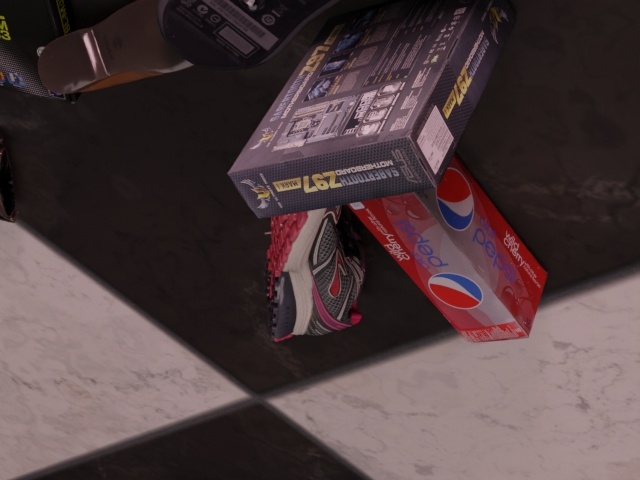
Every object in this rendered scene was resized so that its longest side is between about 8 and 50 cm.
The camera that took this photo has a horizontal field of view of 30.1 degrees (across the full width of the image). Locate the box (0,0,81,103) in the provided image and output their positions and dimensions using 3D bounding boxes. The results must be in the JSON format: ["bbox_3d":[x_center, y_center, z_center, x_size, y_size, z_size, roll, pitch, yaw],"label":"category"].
[{"bbox_3d":[-0.350,-0.238,1.247,0.191,0.045,0.184,14,146,11],"label":"box"}]

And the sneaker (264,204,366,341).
[{"bbox_3d":[0.000,0.000,1.321,0.112,0.120,0.299,-3,145,-8],"label":"sneaker"}]

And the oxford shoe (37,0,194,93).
[{"bbox_3d":[-0.177,-0.198,1.196,0.212,0.076,0.076,-10,92,22],"label":"oxford shoe"}]

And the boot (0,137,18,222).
[{"bbox_3d":[-0.491,-0.126,1.450,0.229,0.091,0.263,8,145,11],"label":"boot"}]

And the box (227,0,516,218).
[{"bbox_3d":[0.047,-0.124,1.014,0.183,0.232,0.059,-8,128,36],"label":"box"}]

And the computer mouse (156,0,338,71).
[{"bbox_3d":[-0.032,-0.242,1.053,0.272,0.072,0.188,-25,130,37],"label":"computer mouse"}]

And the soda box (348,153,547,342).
[{"bbox_3d":[0.131,-0.007,1.239,0.083,0.092,0.263,-12,131,40],"label":"soda box"}]
